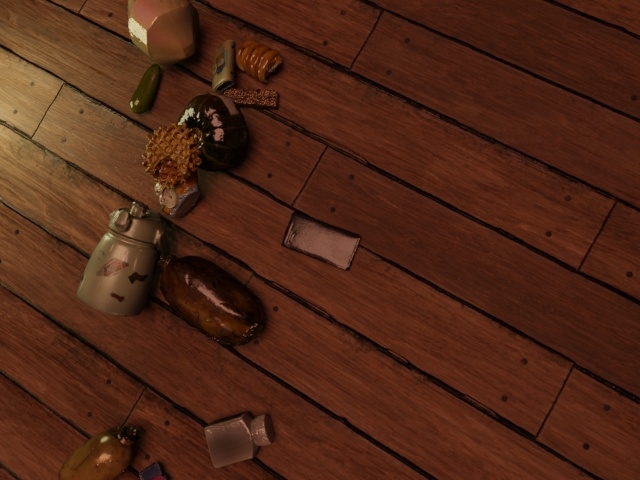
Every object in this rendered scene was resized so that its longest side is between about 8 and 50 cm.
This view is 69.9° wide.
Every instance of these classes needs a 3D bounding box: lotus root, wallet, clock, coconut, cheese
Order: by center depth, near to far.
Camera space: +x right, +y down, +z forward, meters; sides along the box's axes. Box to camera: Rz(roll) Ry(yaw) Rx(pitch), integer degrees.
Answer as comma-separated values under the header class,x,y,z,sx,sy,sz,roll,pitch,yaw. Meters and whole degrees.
class,x,y,z,sx,sy,sz,roll,pitch,yaw
cheese,-0.486,0.820,1.433,0.155,0.062,0.244,-34,78,2
lotus root,-0.685,0.684,1.434,0.284,0.146,0.160,-40,41,4
lotus root,-0.349,0.180,1.439,0.397,0.179,0.196,36,87,11
wallet,0.000,0.000,1.489,0.244,0.025,0.124,21,86,11
clock,-0.479,-0.177,1.528,0.231,0.103,0.144,-44,78,30
coconut,-0.522,-0.723,1.557,0.259,0.259,0.259,-1,82,9
wallet,-0.337,-0.602,1.587,0.110,0.039,0.155,-15,70,44

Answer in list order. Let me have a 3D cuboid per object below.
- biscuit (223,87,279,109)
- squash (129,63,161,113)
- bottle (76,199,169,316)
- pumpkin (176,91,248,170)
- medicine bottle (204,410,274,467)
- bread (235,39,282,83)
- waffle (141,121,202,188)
class,x,y,z,sx,sy,sz,roll,pitch,yaw
biscuit,-0.241,-0.492,1.589,0.199,0.034,0.064,5,82,9
squash,-0.623,-0.543,1.643,0.066,0.066,0.201,17,78,11
bottle,-0.618,0.043,1.477,0.229,0.229,0.352,21,92,11
pumpkin,-0.347,-0.351,1.516,0.260,0.189,0.260,10,107,36
medicine bottle,-0.244,0.604,1.411,0.188,0.088,0.132,-18,80,6
bread,-0.215,-0.621,1.581,0.177,0.084,0.119,31,87,16
waffle,-0.464,-0.265,1.425,0.193,0.070,0.197,-24,79,15
